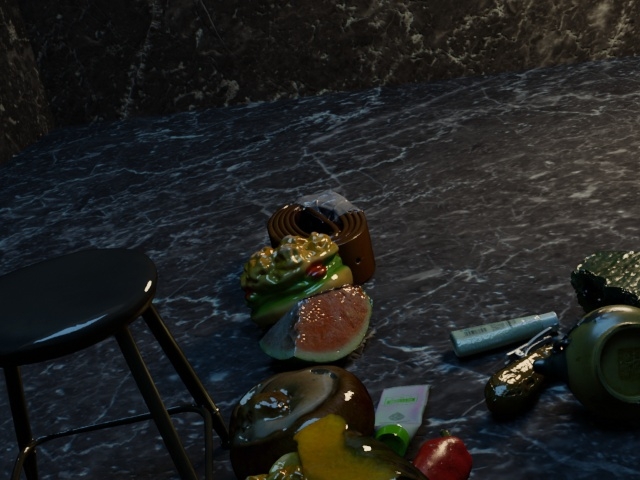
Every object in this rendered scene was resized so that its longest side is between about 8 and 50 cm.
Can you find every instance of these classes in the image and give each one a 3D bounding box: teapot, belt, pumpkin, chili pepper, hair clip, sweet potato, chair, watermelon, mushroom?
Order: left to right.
[{"bbox_3d":[-0.341,0.251,1.624,0.364,0.410,0.362,-13,21,0],"label":"chair"},{"bbox_3d":[-0.032,0.288,1.694,0.253,0.153,0.253,-20,22,8],"label":"mushroom"},{"bbox_3d":[-0.010,0.177,2.078,0.231,0.128,0.146,-15,-12,-40],"label":"watermelon"},{"bbox_3d":[0.000,0.000,2.454,0.217,0.122,0.339,-18,22,-10],"label":"belt"},{"bbox_3d":[0.005,0.378,1.321,0.303,0.256,0.225,-34,34,-13],"label":"pumpkin"},{"bbox_3d":[0.106,0.360,1.546,0.137,0.092,0.368,8,28,46],"label":"chili pepper"},{"bbox_3d":[0.367,0.189,1.913,0.115,0.030,0.039,-31,47,-34],"label":"hair clip"},{"bbox_3d":[0.350,0.219,1.805,0.233,0.062,0.081,-21,38,-30],"label":"sweet potato"},{"bbox_3d":[0.464,0.186,1.715,0.269,0.173,0.182,-5,-4,-7],"label":"teapot"}]

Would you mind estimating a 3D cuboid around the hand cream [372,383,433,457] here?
[{"bbox_3d":[0.127,0.279,1.770,0.079,0.050,0.275,18,15,6],"label":"hand cream"}]

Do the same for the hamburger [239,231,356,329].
[{"bbox_3d":[-0.055,0.067,2.203,0.237,0.149,0.237,-25,2,1],"label":"hamburger"}]

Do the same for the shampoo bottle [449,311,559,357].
[{"bbox_3d":[0.328,0.164,1.974,0.190,0.041,0.069,-13,16,-3],"label":"shampoo bottle"}]

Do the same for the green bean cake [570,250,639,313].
[{"bbox_3d":[0.531,0.099,1.940,0.208,0.107,0.193,5,30,39],"label":"green bean cake"}]
